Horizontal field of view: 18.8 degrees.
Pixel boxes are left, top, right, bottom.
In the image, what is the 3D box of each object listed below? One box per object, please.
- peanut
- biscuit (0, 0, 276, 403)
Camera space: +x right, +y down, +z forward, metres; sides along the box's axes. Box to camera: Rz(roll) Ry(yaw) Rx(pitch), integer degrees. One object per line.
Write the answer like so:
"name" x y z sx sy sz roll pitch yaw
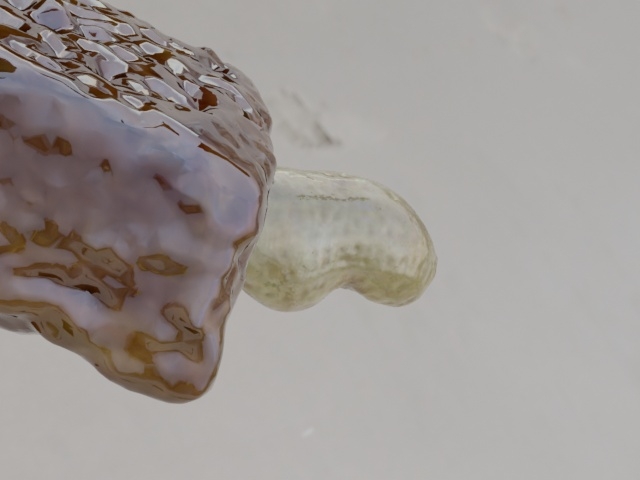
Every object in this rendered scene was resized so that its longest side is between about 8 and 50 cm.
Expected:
"peanut" 0.000 0.000 1.823 0.253 0.137 0.122 3 16 -23
"biscuit" -0.215 -0.077 1.132 0.395 0.166 0.342 21 16 -9
